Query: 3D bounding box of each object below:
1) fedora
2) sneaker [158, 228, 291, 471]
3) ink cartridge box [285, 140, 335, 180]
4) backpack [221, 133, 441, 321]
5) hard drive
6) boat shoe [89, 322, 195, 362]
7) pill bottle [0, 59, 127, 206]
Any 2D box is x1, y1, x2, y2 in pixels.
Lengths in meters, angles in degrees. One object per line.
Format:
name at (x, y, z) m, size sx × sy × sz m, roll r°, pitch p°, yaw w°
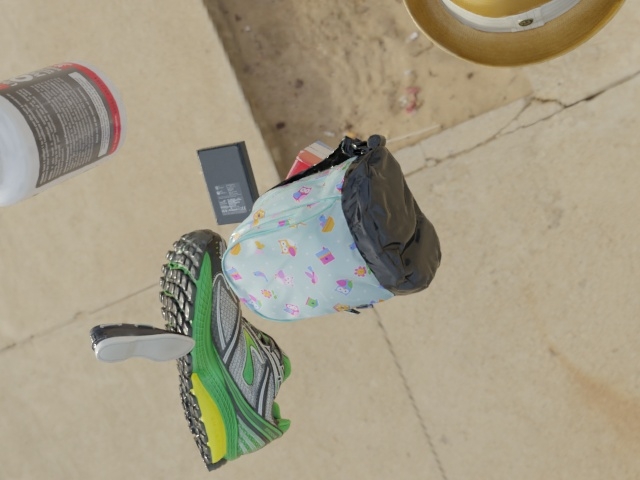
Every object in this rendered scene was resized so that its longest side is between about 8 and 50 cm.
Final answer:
fedora at (0.147, -0.229, 0.723) m, size 0.194 × 0.079 × 0.194 m, roll -2°, pitch 84°, yaw 20°
sneaker at (-0.123, 0.135, 1.250) m, size 0.134 × 0.146 × 0.344 m, roll -136°, pitch 34°, yaw -54°
ink cartridge box at (0.022, -0.064, 1.287) m, size 0.134 × 0.231 × 0.078 m, roll 30°, pitch 103°, yaw 1°
backpack at (0.000, 0.000, 0.858) m, size 0.182 × 0.115 × 0.152 m, roll -14°, pitch 114°, yaw 33°
hard drive at (-0.152, -0.096, 1.586) m, size 0.094 × 0.022 × 0.135 m, roll -6°, pitch 107°, yaw 32°
boat shoe at (-0.202, 0.113, 1.071) m, size 0.038 × 0.125 × 0.046 m, roll 56°, pitch 132°, yaw 37°
pill bottle at (-0.455, -0.156, 1.426) m, size 0.176 × 0.318 × 0.176 m, roll 12°, pitch 117°, yaw 25°
